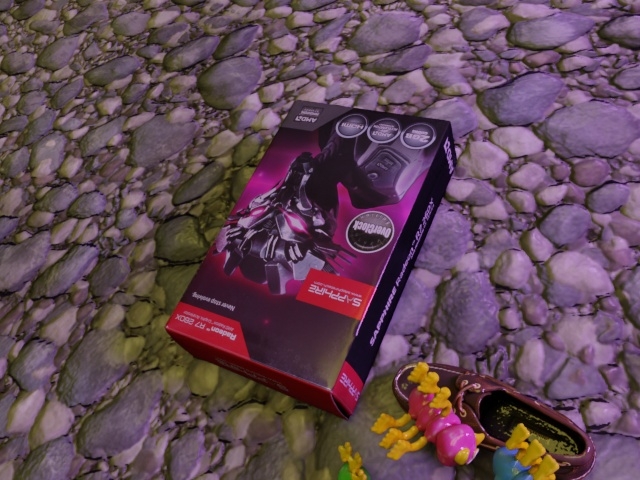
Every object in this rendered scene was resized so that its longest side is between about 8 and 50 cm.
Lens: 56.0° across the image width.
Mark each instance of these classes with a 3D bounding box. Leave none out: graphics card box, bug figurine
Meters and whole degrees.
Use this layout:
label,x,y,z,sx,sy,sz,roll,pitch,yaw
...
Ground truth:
label,x,y,z,sx,sy,sz,roll,pitch,yaw
graphics card box,0.000,0.000,0.747,0.233,0.094,0.371,15,64,28
bug figurine,0.095,0.244,0.527,0.279,0.072,0.216,-55,38,18

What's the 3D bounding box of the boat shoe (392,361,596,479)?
label,x,y,z,sx,sy,sz,roll,pitch,yaw
boat shoe,0.163,0.167,0.592,0.207,0.073,0.073,16,66,29
